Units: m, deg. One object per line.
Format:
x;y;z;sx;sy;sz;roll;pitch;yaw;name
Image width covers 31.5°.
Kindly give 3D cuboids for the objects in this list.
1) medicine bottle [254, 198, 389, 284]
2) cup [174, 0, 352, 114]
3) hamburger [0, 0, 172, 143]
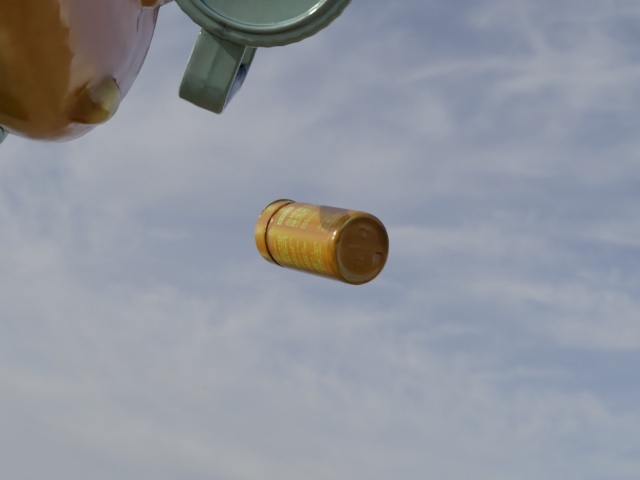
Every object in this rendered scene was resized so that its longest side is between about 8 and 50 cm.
0.000;0.000;1.506;0.096;0.096;0.192;30;-10;-33;medicine bottle
-0.083;-0.349;1.365;0.331;0.311;0.257;-36;-79;13;cup
-0.221;-0.254;0.671;0.277;0.396;0.396;3;-23;2;hamburger
